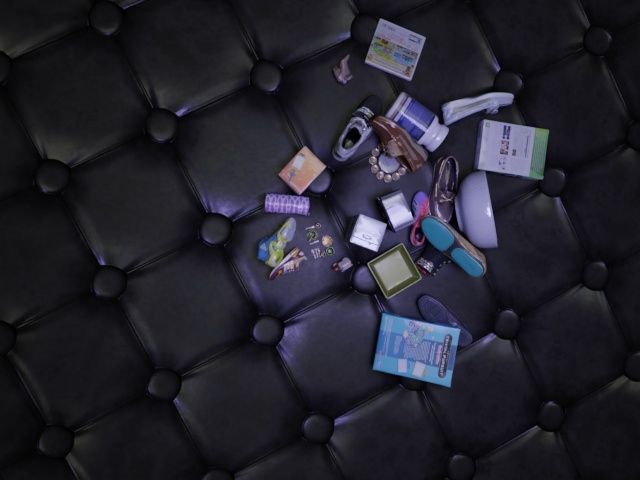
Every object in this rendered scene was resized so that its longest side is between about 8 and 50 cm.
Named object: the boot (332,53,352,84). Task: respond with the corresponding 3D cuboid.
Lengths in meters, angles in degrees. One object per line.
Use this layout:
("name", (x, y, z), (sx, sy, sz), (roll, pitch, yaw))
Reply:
("boot", (0.111, -0.755, 1.904), (0.087, 0.042, 0.118), (44, 88, -11))

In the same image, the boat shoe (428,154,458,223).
("boat shoe", (0.557, -0.218, 1.927), (0.116, 0.097, 0.325), (5, 90, -6))

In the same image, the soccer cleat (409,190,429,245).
("soccer cleat", (0.447, -0.097, 1.917), (0.083, 0.095, 0.248), (8, 91, -2))

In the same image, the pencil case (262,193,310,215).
("pencil case", (-0.145, -0.154, 1.865), (0.206, 0.088, 0.086), (7, 57, -6))

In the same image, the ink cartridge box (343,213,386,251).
("ink cartridge box", (0.190, -0.032, 1.852), (0.128, 0.176, 0.127), (20, 89, -6))

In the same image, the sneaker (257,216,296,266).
("sneaker", (-0.199, -0.006, 1.855), (0.126, 0.091, 0.240), (14, 65, 21))

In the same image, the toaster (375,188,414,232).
("toaster", (0.318, -0.129, 1.860), (0.110, 0.186, 0.168), (-25, 93, 5))

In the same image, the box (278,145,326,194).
("box", (-0.081, -0.298, 1.862), (0.130, 0.091, 0.170), (42, 86, -5))

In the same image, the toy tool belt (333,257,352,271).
("toy tool belt", (0.102, 0.117, 1.909), (0.083, 0.052, 0.051), (-31, 138, 0))

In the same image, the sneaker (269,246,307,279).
("sneaker", (-0.141, 0.119, 1.874), (0.084, 0.069, 0.185), (44, 87, 0))

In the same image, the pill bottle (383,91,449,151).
("pill bottle", (0.417, -0.514, 1.880), (0.264, 0.153, 0.153), (34, 87, -5))

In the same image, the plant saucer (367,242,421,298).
("plant saucer", (0.329, 0.136, 1.935), (0.188, 0.045, 0.188), (-30, 93, -5))

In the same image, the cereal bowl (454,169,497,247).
("cereal bowl", (0.663, -0.126, 1.847), (0.141, 0.339, 0.339), (-10, 92, 24))

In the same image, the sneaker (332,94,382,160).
("sneaker", (0.177, -0.496, 1.862), (0.122, 0.146, 0.331), (32, 86, -4))

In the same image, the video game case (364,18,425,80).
("video game case", (0.335, -0.855, 1.930), (0.226, 0.026, 0.206), (19, 89, -7))

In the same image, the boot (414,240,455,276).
("boot", (0.552, 0.103, 1.923), (0.236, 0.085, 0.179), (39, 74, 2))

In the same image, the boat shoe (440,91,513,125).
("boat shoe", (0.706, -0.595, 1.933), (0.320, 0.118, 0.103), (-10, 98, -2))

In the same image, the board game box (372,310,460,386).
("board game box", (0.418, 0.473, 1.891), (0.336, 0.079, 0.254), (10, 90, 10))

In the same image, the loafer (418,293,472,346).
("loafer", (0.563, 0.353, 1.954), (0.302, 0.095, 0.109), (44, 117, -1))

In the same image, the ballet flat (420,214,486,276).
("ballet flat", (0.577, 0.014, 1.856), (0.348, 0.123, 0.123), (44, 86, 7))

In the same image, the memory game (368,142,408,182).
("memory game", (0.308, -0.356, 1.942), (0.186, 0.012, 0.186), (0, 90, -6))

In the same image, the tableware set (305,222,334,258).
("tableware set", (0.000, 0.000, 1.909), (0.104, 0.024, 0.154), (-17, 92, -6))

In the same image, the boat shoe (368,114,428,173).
("boat shoe", (0.329, -0.408, 1.850), (0.324, 0.122, 0.120), (34, 87, -23))

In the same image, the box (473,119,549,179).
("box", (0.877, -0.414, 1.980), (0.321, 0.058, 0.232), (8, 90, -5))
